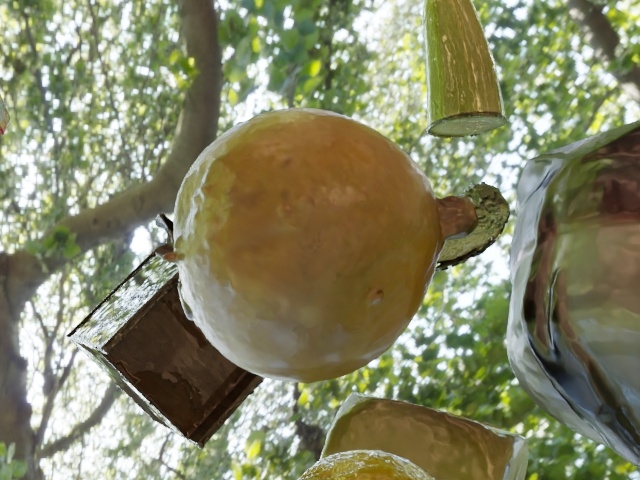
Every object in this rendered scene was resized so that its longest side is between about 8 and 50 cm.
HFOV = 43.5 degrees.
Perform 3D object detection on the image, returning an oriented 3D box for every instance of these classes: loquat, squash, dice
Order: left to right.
[{"bbox_3d":[0.000,0.000,0.502,0.205,0.172,0.149,-14,-159,-7],"label":"loquat"},{"bbox_3d":[0.135,0.335,1.072,0.233,0.238,0.226,13,-98,25],"label":"dice"},{"bbox_3d":[0.153,-0.234,0.957,0.094,0.094,0.224,-5,-103,-25],"label":"squash"}]

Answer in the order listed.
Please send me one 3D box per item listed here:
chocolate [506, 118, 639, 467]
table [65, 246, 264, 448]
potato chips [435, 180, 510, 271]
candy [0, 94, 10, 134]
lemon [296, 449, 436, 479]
[{"bbox_3d":[0.266,0.062,0.640,0.284,0.283,0.186,32,-128,5],"label":"chocolate"},{"bbox_3d":[-0.173,0.120,0.983,0.172,0.193,0.169,-47,-72,-21],"label":"table"},{"bbox_3d":[0.210,-0.022,1.280,0.220,0.202,0.029,-45,-60,-28],"label":"potato chips"},{"bbox_3d":[-0.505,-0.211,1.175,0.062,0.122,0.038,4,-127,1],"label":"candy"},{"bbox_3d":[0.040,0.267,0.664,0.203,0.178,0.178,50,-136,-20],"label":"lemon"}]
